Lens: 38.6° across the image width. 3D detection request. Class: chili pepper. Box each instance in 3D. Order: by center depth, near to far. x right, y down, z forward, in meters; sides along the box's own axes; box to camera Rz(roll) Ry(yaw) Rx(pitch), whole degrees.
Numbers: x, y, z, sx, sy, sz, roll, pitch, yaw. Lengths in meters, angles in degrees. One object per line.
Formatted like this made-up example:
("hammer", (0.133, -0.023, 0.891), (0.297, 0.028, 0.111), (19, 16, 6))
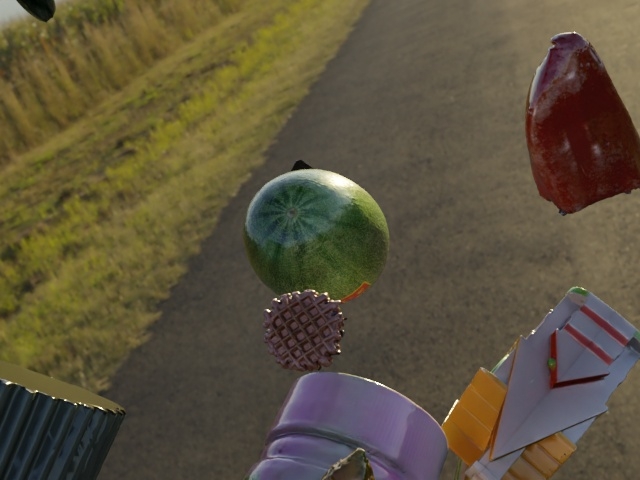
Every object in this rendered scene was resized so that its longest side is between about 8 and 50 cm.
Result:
("chili pepper", (0.324, -0.153, 1.184), (0.144, 0.253, 0.136), (0, 46, 39))

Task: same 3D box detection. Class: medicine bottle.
("medicine bottle", (-0.005, 0.334, 1.006), (0.212, 0.212, 0.325), (-8, 44, 41))

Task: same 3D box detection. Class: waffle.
("waffle", (-0.014, 0.083, 0.841), (0.083, 0.075, 0.029), (1, -6, 23))

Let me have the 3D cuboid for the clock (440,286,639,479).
("clock", (0.295, 0.242, 1.318), (0.309, 0.166, 0.235), (-44, -15, -24))

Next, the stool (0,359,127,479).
("stool", (-0.391, 0.283, 0.925), (0.297, 0.297, 0.330), (3, 72, 55))

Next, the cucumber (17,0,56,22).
("cucumber", (-0.352, -0.309, 1.099), (0.048, 0.105, 0.048), (-16, 44, 16))

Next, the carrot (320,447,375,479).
("carrot", (-0.033, 0.274, 0.557), (0.314, 0.066, 0.066), (-65, 25, -2))

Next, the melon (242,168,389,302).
("melon", (0.000, 0.000, 1.219), (0.182, 0.182, 0.287), (-18, -14, 17))

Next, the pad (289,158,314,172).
("pad", (-0.043, -0.063, 1.727), (0.003, 0.112, 0.157), (21, 79, 49))
